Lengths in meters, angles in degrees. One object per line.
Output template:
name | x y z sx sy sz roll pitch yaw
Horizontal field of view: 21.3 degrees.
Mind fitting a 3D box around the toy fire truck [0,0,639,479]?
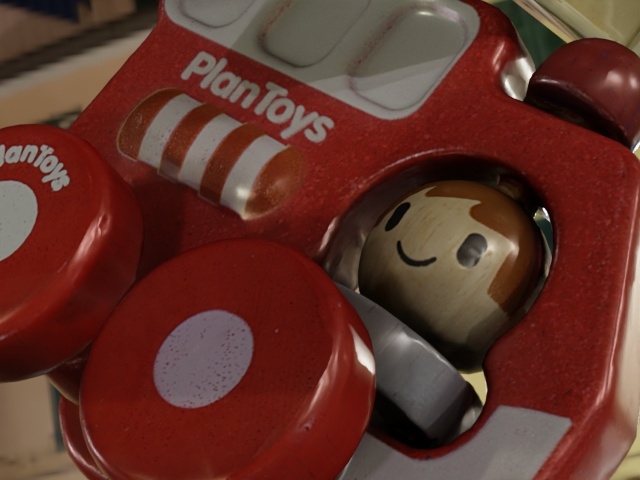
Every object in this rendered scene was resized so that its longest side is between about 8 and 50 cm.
toy fire truck | 0.000 0.000 0.669 0.302 0.254 0.169 27 -15 38

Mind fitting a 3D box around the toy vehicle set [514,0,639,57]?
toy vehicle set | 0.135 -0.215 0.645 0.166 0.035 0.267 32 -86 -36
